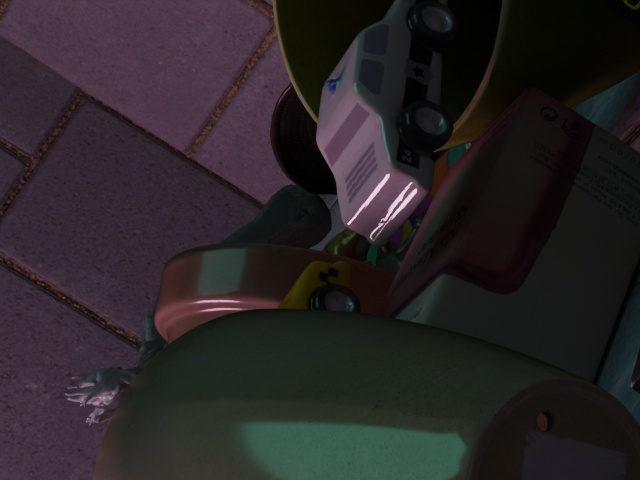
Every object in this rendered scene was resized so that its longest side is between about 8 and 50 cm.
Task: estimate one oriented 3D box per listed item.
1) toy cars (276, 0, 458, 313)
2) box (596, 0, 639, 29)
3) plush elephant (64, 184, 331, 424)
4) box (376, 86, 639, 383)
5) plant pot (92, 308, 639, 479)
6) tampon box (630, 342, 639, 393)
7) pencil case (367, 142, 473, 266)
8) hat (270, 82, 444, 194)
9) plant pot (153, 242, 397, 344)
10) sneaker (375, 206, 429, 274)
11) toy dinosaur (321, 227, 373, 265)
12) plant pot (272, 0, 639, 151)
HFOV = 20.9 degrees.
[{"bbox_3d":[0.000,0.000,1.199,0.176,0.087,0.394,-150,79,-74],"label":"toy cars"},{"bbox_3d":[0.246,-0.238,1.234,0.060,0.216,0.270,-52,8,37],"label":"box"},{"bbox_3d":[-0.079,0.159,1.844,0.330,0.272,0.255,-27,-36,-5],"label":"plush elephant"},{"bbox_3d":[0.130,0.034,1.225,0.148,0.127,0.232,-48,11,54],"label":"box"},{"bbox_3d":[0.048,0.147,0.950,0.274,0.256,0.256,-17,39,56],"label":"plant pot"},{"bbox_3d":[0.204,0.024,0.562,0.120,0.161,0.101,-52,9,39],"label":"tampon box"},{"bbox_3d":[0.126,-0.016,1.647,0.236,0.104,0.104,-54,7,46],"label":"pencil case"},{"bbox_3d":[0.124,-0.109,1.729,0.331,0.331,0.134,-53,49,36],"label":"hat"},{"bbox_3d":[-0.031,0.153,1.537,0.263,0.263,0.229,137,145,-65],"label":"plant pot"},{"bbox_3d":[0.118,-0.009,1.541,0.188,0.066,0.071,-33,60,31],"label":"sneaker"},{"bbox_3d":[0.028,0.014,1.641,0.064,0.112,0.211,0,-46,-46],"label":"toy dinosaur"},{"bbox_3d":[0.159,-0.210,1.389,0.293,0.275,0.275,-7,-31,-38],"label":"plant pot"}]
